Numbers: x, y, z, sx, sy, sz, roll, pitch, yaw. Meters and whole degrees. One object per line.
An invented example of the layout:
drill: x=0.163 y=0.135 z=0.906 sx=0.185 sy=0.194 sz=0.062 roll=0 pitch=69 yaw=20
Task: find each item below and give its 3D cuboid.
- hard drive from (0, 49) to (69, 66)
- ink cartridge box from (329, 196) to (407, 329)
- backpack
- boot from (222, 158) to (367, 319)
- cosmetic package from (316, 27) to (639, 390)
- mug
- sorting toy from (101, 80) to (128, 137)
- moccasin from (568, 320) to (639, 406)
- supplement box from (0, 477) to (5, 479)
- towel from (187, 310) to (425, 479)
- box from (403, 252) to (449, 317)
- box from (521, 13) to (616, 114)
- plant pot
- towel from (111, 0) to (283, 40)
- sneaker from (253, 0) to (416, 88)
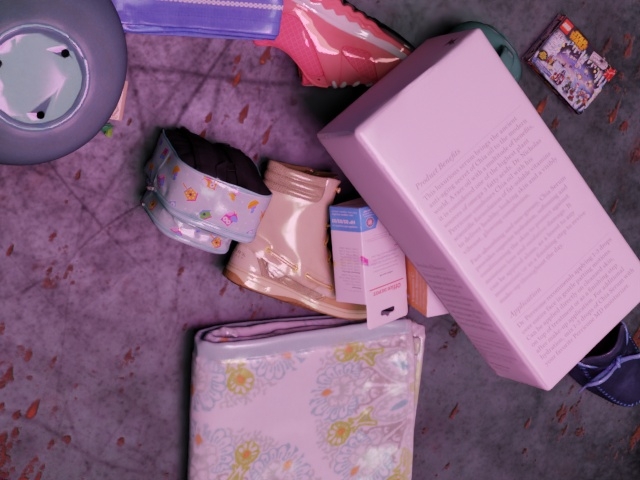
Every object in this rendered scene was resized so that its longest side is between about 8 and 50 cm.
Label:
hard drive: x=-0.416 y=-0.370 z=1.647 sx=0.210 sy=0.040 sz=0.319 roll=4 pitch=105 yaw=-22
ink cartridge box: x=0.072 y=0.031 z=1.858 sx=0.104 sy=0.061 sz=0.181 roll=-17 pitch=106 yaw=-48
backpack: x=-0.158 y=-0.064 z=1.755 sx=0.165 sy=0.188 sz=0.144 roll=22 pitch=97 yaw=-26
boot: x=0.000 y=0.000 z=1.891 sx=0.262 sy=0.095 sz=0.203 roll=19 pitch=93 yaw=-28
cosmetic package: x=0.230 y=-0.040 z=1.745 sx=0.230 sy=0.161 sz=0.453 roll=-41 pitch=106 yaw=-14
mug: x=0.243 y=-0.257 z=1.869 sx=0.097 sy=0.157 sz=0.129 roll=-46 pitch=139 yaw=-8
sorting toy: x=-0.304 y=-0.186 z=1.760 sx=0.062 sy=0.012 sz=0.083 roll=6 pitch=100 yaw=-27
moccasin: x=0.448 y=0.173 z=2.097 sx=0.138 sy=0.117 sz=0.342 roll=-48 pitch=116 yaw=-2
supplement box: x=-0.466 y=0.388 z=1.852 sx=0.083 sy=0.043 sz=0.055 roll=40 pitch=89 yaw=-27
towel: x=-0.021 y=0.275 z=1.959 sx=0.374 sy=0.090 sz=0.321 roll=-3 pitch=108 yaw=-20
box: x=0.163 y=0.024 z=1.914 sx=0.091 sy=0.170 sz=0.130 roll=-10 pitch=109 yaw=-20
box: x=0.394 y=-0.277 z=1.992 sx=0.137 sy=0.027 sz=0.094 roll=40 pitch=88 yaw=-26
plant pot: x=-0.370 y=-0.220 z=1.579 sx=0.290 sy=0.195 sz=0.290 roll=-6 pitch=108 yaw=-19
towel: x=-0.161 y=-0.440 z=1.689 sx=0.243 sy=0.040 sz=0.336 roll=4 pitch=105 yaw=-4
sneaker: x=0.034 y=-0.269 z=1.828 sx=0.314 sy=0.116 sz=0.136 roll=30 pitch=104 yaw=-19
